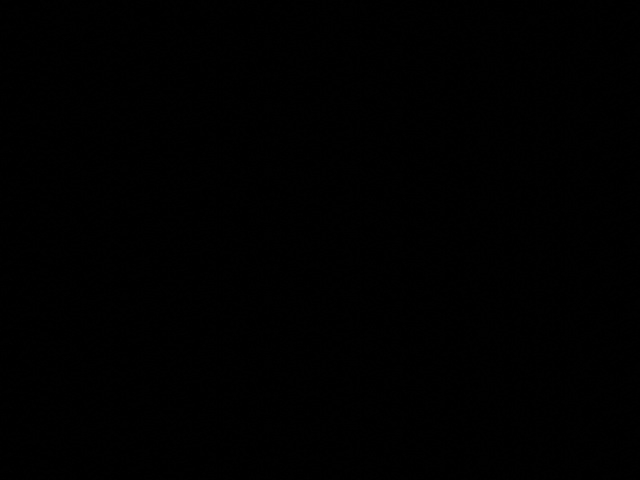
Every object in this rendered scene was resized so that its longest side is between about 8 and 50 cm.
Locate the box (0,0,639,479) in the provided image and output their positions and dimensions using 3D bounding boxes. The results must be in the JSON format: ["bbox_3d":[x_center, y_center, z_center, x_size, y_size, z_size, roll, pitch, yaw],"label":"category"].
[{"bbox_3d":[0.000,0.000,0.171,0.312,0.300,0.314,7,103,43],"label":"box"}]
